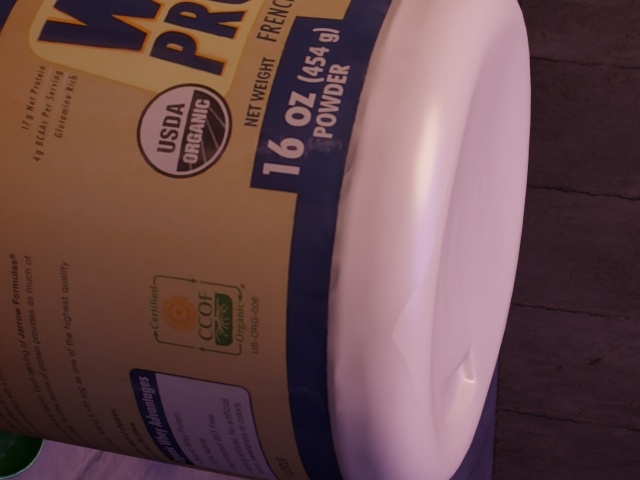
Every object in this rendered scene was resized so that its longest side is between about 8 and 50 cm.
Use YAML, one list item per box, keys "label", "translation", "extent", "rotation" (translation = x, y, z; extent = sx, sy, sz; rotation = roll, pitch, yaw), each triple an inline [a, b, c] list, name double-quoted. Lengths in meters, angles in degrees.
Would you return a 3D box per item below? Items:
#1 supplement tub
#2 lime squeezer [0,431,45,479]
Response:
- label: "supplement tub"
  translation: [-0.081, -0.021, 0.613]
  extent: [0.228, 0.316, 0.228]
  rotation: [8, 90, -74]
- label: "lime squeezer"
  translation: [-0.152, 0.086, 0.768]
  extent: [0.310, 0.059, 0.110]
  rotation: [-46, -167, 0]
